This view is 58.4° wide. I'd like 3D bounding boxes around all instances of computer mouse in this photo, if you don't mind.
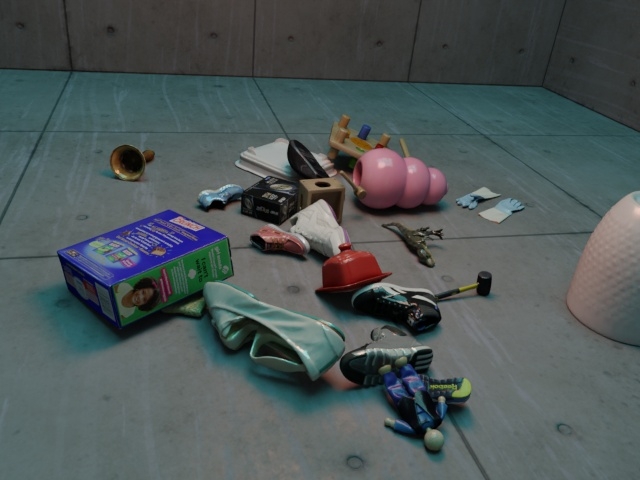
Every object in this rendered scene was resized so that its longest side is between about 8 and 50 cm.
[{"bbox_3d":[-0.042,-0.238,1.993,0.272,0.072,0.188,55,22,23],"label":"computer mouse"}]

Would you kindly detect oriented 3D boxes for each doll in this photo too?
[{"bbox_3d":[0.181,0.324,1.117,0.129,0.046,0.189,-23,50,-10],"label":"doll"}]

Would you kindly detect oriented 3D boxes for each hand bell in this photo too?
[{"bbox_3d":[-0.652,-0.300,2.071,0.126,0.126,0.242,7,17,2],"label":"hand bell"}]

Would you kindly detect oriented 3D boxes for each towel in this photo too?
[{"bbox_3d":[-0.320,0.135,1.401,0.109,0.027,0.148,8,28,1],"label":"towel"}]

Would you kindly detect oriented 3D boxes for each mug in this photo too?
[{"bbox_3d":[0.861,0.057,1.457,0.373,0.328,0.276,2,29,-7],"label":"mug"}]

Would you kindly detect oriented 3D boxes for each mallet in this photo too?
[{"bbox_3d":[0.374,0.124,1.519,0.189,0.062,0.039,-7,30,-22],"label":"mallet"}]

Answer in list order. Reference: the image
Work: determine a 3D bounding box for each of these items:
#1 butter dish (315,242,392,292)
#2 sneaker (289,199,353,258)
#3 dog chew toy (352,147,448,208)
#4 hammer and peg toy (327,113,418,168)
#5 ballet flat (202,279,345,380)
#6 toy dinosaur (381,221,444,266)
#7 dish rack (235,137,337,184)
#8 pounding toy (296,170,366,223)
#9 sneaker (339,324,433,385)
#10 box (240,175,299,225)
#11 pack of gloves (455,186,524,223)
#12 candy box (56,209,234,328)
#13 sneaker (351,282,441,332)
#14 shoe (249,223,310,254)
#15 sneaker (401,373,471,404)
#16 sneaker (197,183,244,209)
[{"bbox_3d":[0.073,0.064,1.464,0.159,0.118,0.160,-14,0,-31],"label":"butter dish"},{"bbox_3d":[0.000,0.000,1.659,0.152,0.114,0.305,-22,35,-6],"label":"sneaker"},{"bbox_3d":[0.281,-0.199,1.961,0.331,0.207,0.207,7,28,-16],"label":"dog chew toy"},{"bbox_3d":[0.204,-0.353,2.263,0.361,0.127,0.266,23,28,-7],"label":"hammer and peg toy"},{"bbox_3d":[-0.136,0.192,1.234,0.400,0.139,0.139,16,30,32],"label":"ballet flat"},{"bbox_3d":[0.301,-0.013,1.759,0.118,0.064,0.268,-13,30,-18],"label":"toy dinosaur"},{"bbox_3d":[-0.128,-0.307,2.195,0.332,0.072,0.285,26,34,30],"label":"dish rack"},{"bbox_3d":[0.037,-0.154,1.831,0.205,0.181,0.094,-7,31,-22],"label":"pounding toy"},{"bbox_3d":[0.121,0.242,1.252,0.228,0.086,0.132,2,23,-28],"label":"sneaker"},{"bbox_3d":[-0.152,-0.134,1.867,0.147,0.078,0.180,18,31,20],"label":"box"},{"bbox_3d":[0.618,-0.147,2.074,0.195,0.046,0.232,28,36,35],"label":"pack of gloves"},{"bbox_3d":[-0.418,0.054,1.388,0.268,0.122,0.317,21,36,40],"label":"candy box"},{"bbox_3d":[0.190,0.167,1.388,0.216,0.079,0.121,1,30,-10],"label":"sneaker"},{"bbox_3d":[-0.119,0.009,1.638,0.178,0.064,0.081,24,38,34],"label":"shoe"},{"bbox_3d":[0.237,0.310,1.174,0.144,0.059,0.053,1,57,23],"label":"sneaker"},{"bbox_3d":[-0.317,-0.132,1.870,0.162,0.063,0.073,-19,55,-31],"label":"sneaker"}]
